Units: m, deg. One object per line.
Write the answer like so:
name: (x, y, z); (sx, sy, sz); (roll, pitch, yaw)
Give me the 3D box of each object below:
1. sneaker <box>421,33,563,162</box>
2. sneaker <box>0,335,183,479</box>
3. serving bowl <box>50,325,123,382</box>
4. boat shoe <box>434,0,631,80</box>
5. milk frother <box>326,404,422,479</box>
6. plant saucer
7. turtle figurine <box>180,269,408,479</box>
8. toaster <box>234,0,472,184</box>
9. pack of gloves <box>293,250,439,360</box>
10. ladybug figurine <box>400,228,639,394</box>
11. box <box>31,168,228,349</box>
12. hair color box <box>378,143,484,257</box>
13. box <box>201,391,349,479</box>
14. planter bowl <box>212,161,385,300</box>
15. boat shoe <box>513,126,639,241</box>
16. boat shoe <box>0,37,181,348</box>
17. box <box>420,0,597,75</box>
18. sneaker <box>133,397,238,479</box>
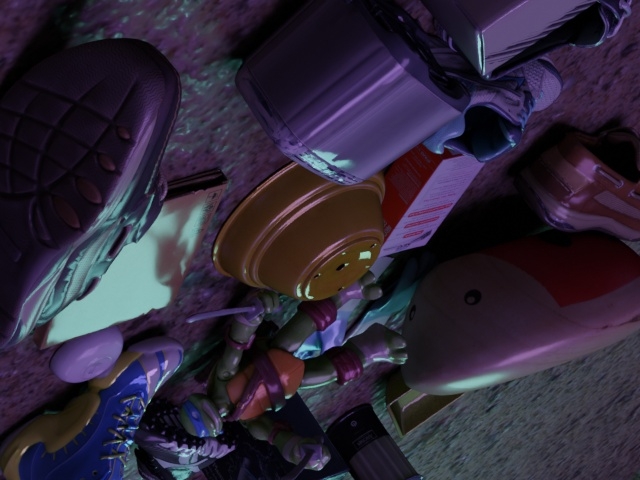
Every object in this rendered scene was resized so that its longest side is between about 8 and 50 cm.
sneaker: (0.166, -0.131, 1.658); (0.283, 0.122, 0.110); (-9, 145, -48)
sneaker: (-0.227, 0.213, 1.758); (0.240, 0.126, 0.091); (-37, 157, 3)
serving bowl: (-0.240, 0.123, 1.696); (0.083, 0.027, 0.083); (-29, 157, -14)
boat shoe: (0.260, -0.240, 1.608); (0.301, 0.102, 0.108); (-24, 154, -26)
milk frother: (0.071, 0.338, 2.407); (0.129, 0.135, 0.143); (-39, 157, 7)
plant saucer: (0.173, 0.201, 2.405); (0.188, 0.045, 0.188); (-34, 158, -5)
turtle figurine: (-0.017, 0.146, 1.832); (0.266, 0.198, 0.275); (-33, 166, -25)
toaster: (0.026, -0.140, 1.440); (0.146, 0.129, 0.227); (-39, 158, 13)
pack of gloves: (0.054, 0.107, 2.058); (0.195, 0.046, 0.232); (-9, 145, -47)
ladybug figurine: (0.267, 0.078, 2.088); (0.305, 0.162, 0.449); (-19, 177, 36)
box: (-0.187, 0.020, 1.581); (0.164, 0.021, 0.201); (-19, 152, -36)
hair color box: (0.112, -0.058, 1.815); (0.093, 0.053, 0.167); (-15, 148, -43)
box: (-0.066, 0.287, 2.091); (0.093, 0.156, 0.158); (-14, 149, -40)
planter bowl: (0.000, 0.000, 1.719); (0.217, 0.090, 0.217); (-30, 157, -14)
boat shoe: (0.377, -0.078, 2.066); (0.324, 0.122, 0.120); (-3, 136, -54)
boat shoe: (-0.200, -0.049, 1.328); (0.130, 0.132, 0.355); (-27, 166, -45)
box: (0.227, -0.278, 1.481); (0.275, 0.113, 0.094); (-32, 158, -6)
sneaker: (-0.187, 0.252, 1.954); (0.106, 0.078, 0.234); (-43, 158, 9)
